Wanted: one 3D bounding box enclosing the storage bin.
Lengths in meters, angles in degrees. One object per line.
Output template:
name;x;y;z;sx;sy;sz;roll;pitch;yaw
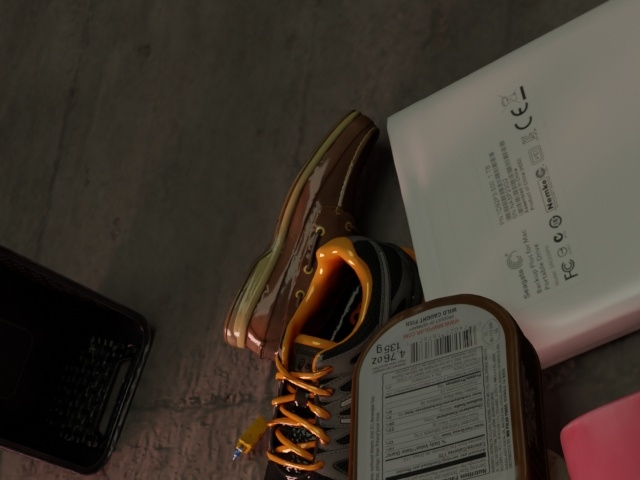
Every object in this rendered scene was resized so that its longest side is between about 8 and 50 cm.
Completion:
storage bin;-0.218;0.079;0.994;0.084;0.180;0.122;8;74;38

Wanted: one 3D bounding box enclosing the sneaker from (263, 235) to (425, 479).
sneaker;0.002;0.095;0.890;0.084;0.083;0.215;6;74;37

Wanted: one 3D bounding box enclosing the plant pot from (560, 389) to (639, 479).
plant pot;0.226;0.144;0.640;0.201;0.201;0.180;-22;73;27

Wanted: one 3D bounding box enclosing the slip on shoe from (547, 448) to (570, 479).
slip on shoe;0.020;0.241;0.804;0.331;0.101;0.123;-44;19;-4

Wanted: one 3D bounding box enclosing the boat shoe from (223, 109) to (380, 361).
boat shoe;0.000;0.000;0.958;0.060;0.064;0.178;26;86;11

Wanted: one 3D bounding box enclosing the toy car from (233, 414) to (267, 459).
toy car;-0.045;0.180;0.927;0.122;0.060;0.040;-65;2;-29

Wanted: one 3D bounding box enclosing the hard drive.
hard drive;0.192;-0.054;0.847;0.307;0.040;0.203;-26;56;24

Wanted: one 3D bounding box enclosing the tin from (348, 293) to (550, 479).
tin;0.066;0.107;0.777;0.106;0.040;0.190;-21;40;22
